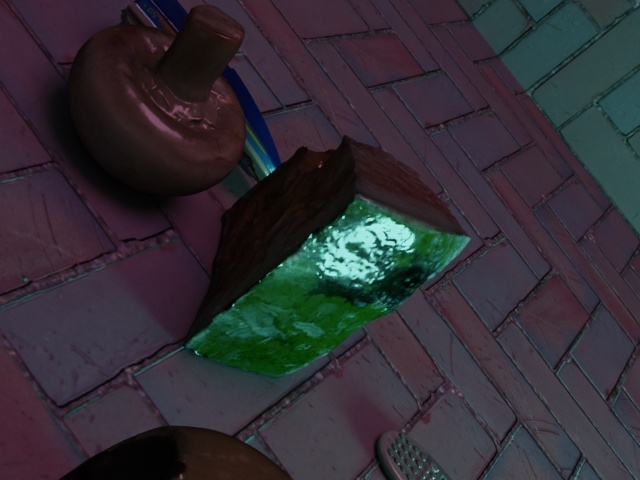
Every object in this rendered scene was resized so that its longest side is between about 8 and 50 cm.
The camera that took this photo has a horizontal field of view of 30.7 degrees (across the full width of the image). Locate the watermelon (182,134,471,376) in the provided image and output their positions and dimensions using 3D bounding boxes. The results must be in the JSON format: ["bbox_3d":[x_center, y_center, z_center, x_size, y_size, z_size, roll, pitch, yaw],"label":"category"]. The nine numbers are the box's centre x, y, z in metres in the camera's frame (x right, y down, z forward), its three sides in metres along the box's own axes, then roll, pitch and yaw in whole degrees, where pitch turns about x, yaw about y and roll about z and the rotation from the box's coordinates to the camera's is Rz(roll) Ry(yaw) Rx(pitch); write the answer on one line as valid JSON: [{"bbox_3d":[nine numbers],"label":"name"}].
[{"bbox_3d":[0.010,0.013,1.224,0.151,0.264,0.302,44,23,-17],"label":"watermelon"}]

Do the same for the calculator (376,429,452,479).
[{"bbox_3d":[0.119,0.278,1.319,0.153,0.021,0.095,51,26,1],"label":"calculator"}]

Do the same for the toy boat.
[{"bbox_3d":[-0.136,-0.167,1.406,0.295,0.088,0.129,51,-12,-8],"label":"toy boat"}]

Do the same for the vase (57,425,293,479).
[{"bbox_3d":[-0.082,0.280,0.809,0.302,0.241,0.329,57,-3,-15],"label":"vase"}]

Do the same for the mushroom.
[{"bbox_3d":[-0.154,-0.161,1.233,0.207,0.215,0.207,26,39,-23],"label":"mushroom"}]
